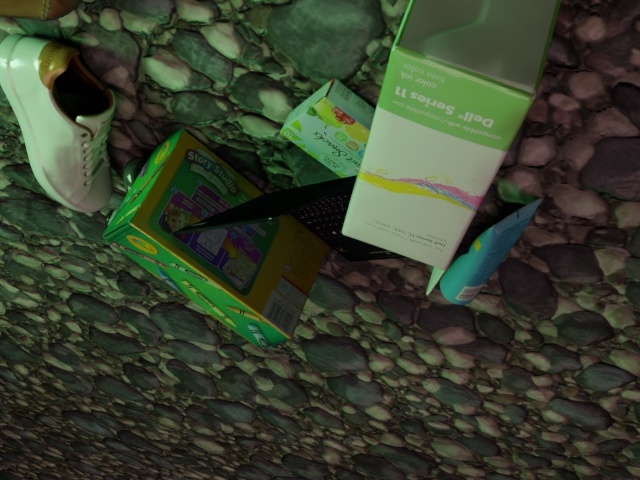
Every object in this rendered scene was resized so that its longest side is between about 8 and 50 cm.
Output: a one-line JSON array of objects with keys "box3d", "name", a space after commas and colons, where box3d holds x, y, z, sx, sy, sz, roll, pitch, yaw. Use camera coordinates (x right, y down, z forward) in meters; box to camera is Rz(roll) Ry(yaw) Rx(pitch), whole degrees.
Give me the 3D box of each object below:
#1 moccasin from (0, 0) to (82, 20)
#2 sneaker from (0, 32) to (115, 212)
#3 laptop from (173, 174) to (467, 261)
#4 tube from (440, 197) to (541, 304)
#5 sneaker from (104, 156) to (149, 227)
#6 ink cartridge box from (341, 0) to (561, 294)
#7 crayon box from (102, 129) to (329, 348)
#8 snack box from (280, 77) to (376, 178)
[{"box3d": [-0.444, -0.313, 0.948, 0.379, 0.139, 0.147, 8, 143, 20], "name": "moccasin"}, {"box3d": [-0.319, -0.136, 1.153, 0.123, 0.106, 0.290, 11, 144, 20], "name": "sneaker"}, {"box3d": [0.000, 0.000, 1.089, 0.264, 0.137, 0.234, 38, 155, -29], "name": "laptop"}, {"box3d": [0.210, 0.017, 1.107, 0.052, 0.080, 0.207, 49, 152, 14], "name": "tube"}, {"box3d": [-0.275, -0.039, 1.287, 0.132, 0.086, 0.229, 10, 146, 22], "name": "sneaker"}, {"box3d": [0.114, -0.117, 0.835, 0.119, 0.207, 0.353, 19, 150, 4], "name": "ink cartridge box"}, {"box3d": [-0.133, 0.002, 1.188, 0.278, 0.165, 0.081, 39, 144, -23], "name": "crayon box"}, {"box3d": [0.037, -0.119, 1.036, 0.141, 0.037, 0.100, 34, 147, -20], "name": "snack box"}]
